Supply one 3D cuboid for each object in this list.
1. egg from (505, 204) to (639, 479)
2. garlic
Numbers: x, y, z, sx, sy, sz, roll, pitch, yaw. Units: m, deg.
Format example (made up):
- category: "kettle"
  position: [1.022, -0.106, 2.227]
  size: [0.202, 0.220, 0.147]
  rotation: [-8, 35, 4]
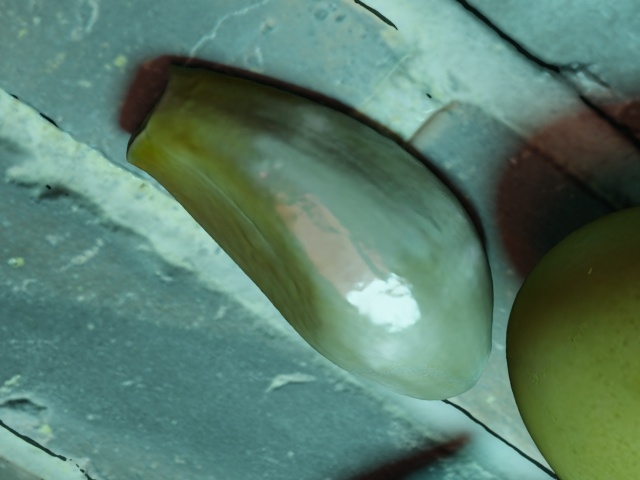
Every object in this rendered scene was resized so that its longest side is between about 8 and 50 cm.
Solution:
- category: "egg"
  position: [0.276, 0.099, 1.059]
  size: [0.322, 0.250, 0.250]
  rotation: [23, 122, -5]
- category: "garlic"
  position: [0.007, -0.005, 1.120]
  size: [0.318, 0.112, 0.143]
  rotation: [42, 121, -7]
